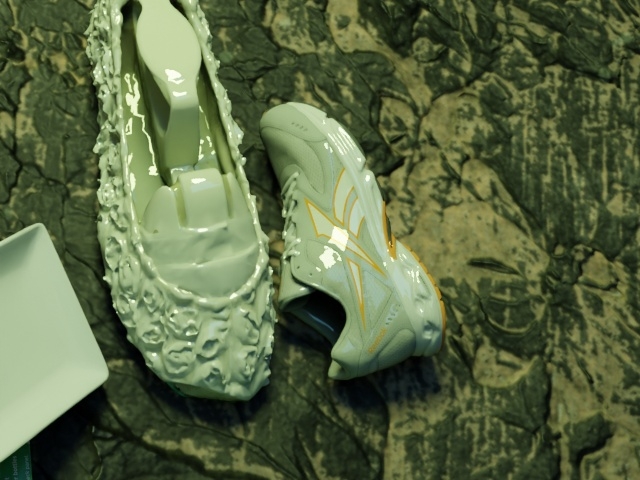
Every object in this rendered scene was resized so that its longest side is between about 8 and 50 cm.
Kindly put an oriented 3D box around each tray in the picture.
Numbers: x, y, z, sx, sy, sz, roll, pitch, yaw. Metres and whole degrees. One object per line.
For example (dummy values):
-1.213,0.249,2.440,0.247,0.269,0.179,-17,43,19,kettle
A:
-0.257,0.088,1.523,0.145,0.030,0.270,66,25,-7,tray

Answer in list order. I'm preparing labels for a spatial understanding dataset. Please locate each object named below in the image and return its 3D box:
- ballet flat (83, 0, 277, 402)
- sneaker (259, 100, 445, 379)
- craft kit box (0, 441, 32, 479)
-0.126,-0.064,1.691,0.147,0.147,0.409,-7,68,-19,ballet flat
0.000,0.000,1.718,0.121,0.099,0.262,-24,72,-20,sneaker
-0.356,0.126,1.575,0.246,0.061,0.250,-2,65,-14,craft kit box
